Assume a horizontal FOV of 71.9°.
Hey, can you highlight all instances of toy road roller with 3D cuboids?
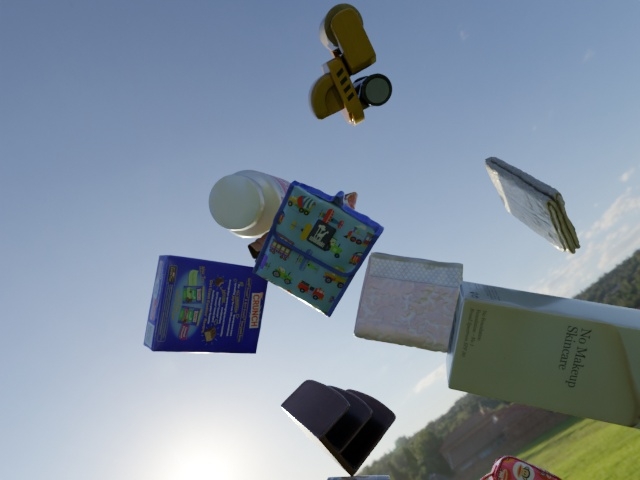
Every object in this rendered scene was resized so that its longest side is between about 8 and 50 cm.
[{"bbox_3d":[0.049,-0.508,1.344,0.240,0.202,0.330,-27,-71,1],"label":"toy road roller"}]

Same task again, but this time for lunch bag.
[{"bbox_3d":[0.000,0.000,1.016,0.138,0.220,0.293,-57,-5,-49],"label":"lunch bag"},{"bbox_3d":[0.625,0.856,1.408,0.293,0.258,0.120,-63,-17,-21],"label":"lunch bag"}]

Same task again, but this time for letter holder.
[{"bbox_3d":[0.050,0.501,1.306,0.214,0.152,0.301,-43,14,-20],"label":"letter holder"}]

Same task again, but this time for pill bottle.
[{"bbox_3d":[-0.219,-0.124,1.547,0.229,0.229,0.407,-42,-7,11],"label":"pill bottle"}]

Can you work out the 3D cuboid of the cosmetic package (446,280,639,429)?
[{"bbox_3d":[0.370,0.176,0.705,0.113,0.309,0.160,-36,-48,-72],"label":"cosmetic package"}]

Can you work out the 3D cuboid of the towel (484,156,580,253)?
[{"bbox_3d":[0.511,-0.094,1.075,0.049,0.282,0.187,-35,-59,7],"label":"towel"}]

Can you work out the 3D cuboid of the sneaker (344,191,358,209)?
[{"bbox_3d":[0.075,-0.099,1.302,0.064,0.068,0.175,-15,17,24],"label":"sneaker"}]

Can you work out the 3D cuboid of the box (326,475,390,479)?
[{"bbox_3d":[0.113,0.784,1.223,0.182,0.231,0.056,-6,-13,7],"label":"box"}]

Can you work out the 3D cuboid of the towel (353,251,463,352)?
[{"bbox_3d":[0.293,0.190,1.420,0.331,0.317,0.053,8,-33,10],"label":"towel"}]

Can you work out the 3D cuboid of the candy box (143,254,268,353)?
[{"bbox_3d":[-0.332,0.194,1.316,0.317,0.122,0.269,12,-96,-32],"label":"candy box"}]

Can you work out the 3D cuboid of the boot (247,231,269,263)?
[{"bbox_3d":[-0.114,0.059,1.322,0.152,0.197,0.073,-27,-21,-40],"label":"boot"}]
